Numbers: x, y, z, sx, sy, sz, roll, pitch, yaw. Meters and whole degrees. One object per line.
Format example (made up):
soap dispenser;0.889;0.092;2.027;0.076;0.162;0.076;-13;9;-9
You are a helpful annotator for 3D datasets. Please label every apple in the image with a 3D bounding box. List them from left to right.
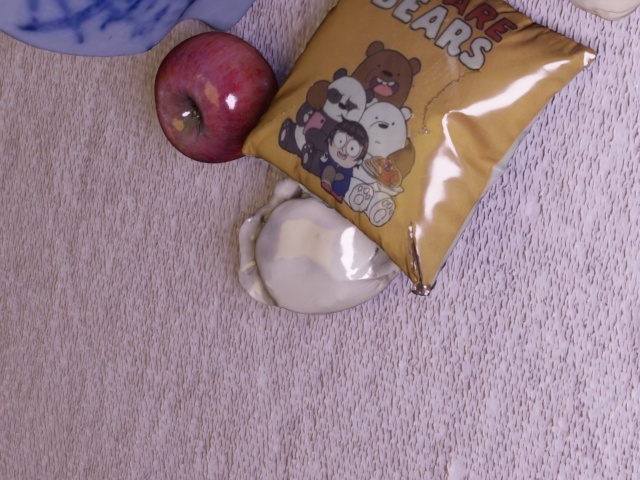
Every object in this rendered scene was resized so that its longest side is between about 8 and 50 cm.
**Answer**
apple;-0.118;-0.169;1.979;0.153;0.120;0.153;21;124;35

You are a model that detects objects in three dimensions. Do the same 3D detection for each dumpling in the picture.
dumpling;0.000;0.000;1.889;0.250;0.132;0.162;-17;79;39

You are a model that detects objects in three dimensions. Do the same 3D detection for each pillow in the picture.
pillow;0.090;-0.147;1.774;0.310;0.119;0.312;40;99;35

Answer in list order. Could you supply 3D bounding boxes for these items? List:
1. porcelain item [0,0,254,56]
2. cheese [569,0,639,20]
porcelain item;-0.244;-0.325;1.889;0.242;0.405;0.178;-50;62;35
cheese;0.298;-0.334;1.564;0.093;0.159;0.263;18;111;-5
